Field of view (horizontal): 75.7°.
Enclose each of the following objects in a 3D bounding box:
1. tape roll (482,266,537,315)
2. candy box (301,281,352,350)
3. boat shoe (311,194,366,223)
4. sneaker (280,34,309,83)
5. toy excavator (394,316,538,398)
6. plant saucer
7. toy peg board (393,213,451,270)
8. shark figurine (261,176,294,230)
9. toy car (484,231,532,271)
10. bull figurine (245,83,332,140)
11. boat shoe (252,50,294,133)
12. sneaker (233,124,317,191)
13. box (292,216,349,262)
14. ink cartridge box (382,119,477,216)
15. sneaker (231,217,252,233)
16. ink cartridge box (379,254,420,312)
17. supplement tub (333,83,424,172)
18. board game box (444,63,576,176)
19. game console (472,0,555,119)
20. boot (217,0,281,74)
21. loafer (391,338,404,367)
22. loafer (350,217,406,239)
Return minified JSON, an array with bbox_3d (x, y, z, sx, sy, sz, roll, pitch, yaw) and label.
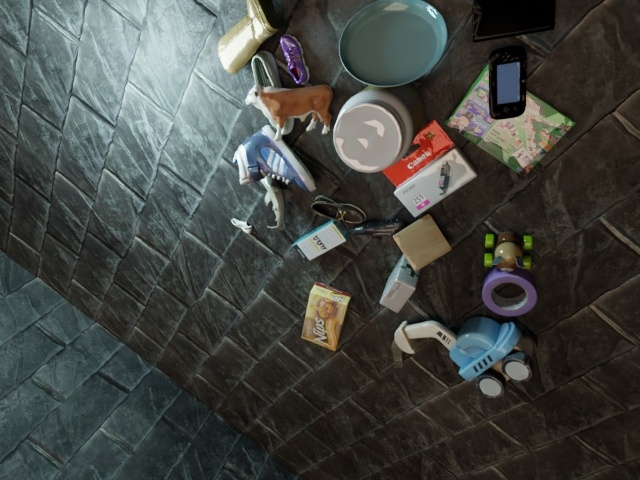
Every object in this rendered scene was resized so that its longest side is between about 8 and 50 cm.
[{"bbox_3d":[0.720,0.191,1.576,0.189,0.080,0.189,11,122,18],"label":"tape roll"},{"bbox_3d":[0.026,0.366,1.973,0.183,0.087,0.316,19,125,12],"label":"candy box"},{"bbox_3d":[0.072,-0.113,1.676,0.228,0.068,0.081,20,125,11],"label":"boat shoe"},{"bbox_3d":[-0.092,-0.629,1.435,0.068,0.071,0.170,-17,111,30],"label":"sneaker"},{"bbox_3d":[0.591,0.427,1.724,0.445,0.222,0.433,43,128,12],"label":"toy excavator"},{"bbox_3d":[0.215,-0.588,1.239,0.318,0.317,0.044,11,166,17],"label":"plant saucer"},{"bbox_3d":[0.388,0.007,1.593,0.161,0.079,0.160,-33,89,7],"label":"toy peg board"},{"bbox_3d":[-0.162,-0.158,1.738,0.166,0.116,0.278,16,123,55],"label":"shark figurine"},{"bbox_3d":[0.660,0.061,1.448,0.155,0.188,0.149,2,109,22],"label":"toy car"},{"bbox_3d":[-0.104,-0.465,1.461,0.310,0.101,0.188,-8,123,-7],"label":"bull figurine"},{"bbox_3d":[-0.185,-0.533,1.518,0.109,0.094,0.302,-7,116,26],"label":"boat shoe"},{"bbox_3d":[-0.194,-0.264,1.618,0.236,0.130,0.323,-39,91,10],"label":"sneaker"},{"bbox_3d":[0.000,0.000,1.780,0.244,0.060,0.100,-29,104,34],"label":"box"},{"bbox_3d":[0.372,-0.250,1.473,0.239,0.060,0.275,46,126,-9],"label":"ink cartridge box"},{"bbox_3d":[-0.362,-0.077,1.909,0.109,0.040,0.044,31,110,-1],"label":"sneaker"},{"bbox_3d":[0.324,0.164,1.648,0.087,0.208,0.153,29,126,4],"label":"ink cartridge box"},{"bbox_3d":[0.189,-0.368,1.310,0.241,0.331,0.241,11,123,17],"label":"supplement tub"},{"bbox_3d":[0.592,-0.376,1.310,0.317,0.046,0.213,35,125,1],"label":"board game box"},{"bbox_3d":[0.555,-0.540,1.189,0.213,0.044,0.361,-3,109,17],"label":"game console"},{"bbox_3d":[-0.274,-0.751,1.426,0.269,0.089,0.236,-19,87,43],"label":"boot"},{"bbox_3d":[0.368,0.527,1.949,0.056,0.050,0.148,0,104,19],"label":"loafer"},{"bbox_3d":[0.230,-0.036,1.649,0.223,0.076,0.078,-5,113,20],"label":"loafer"}]
